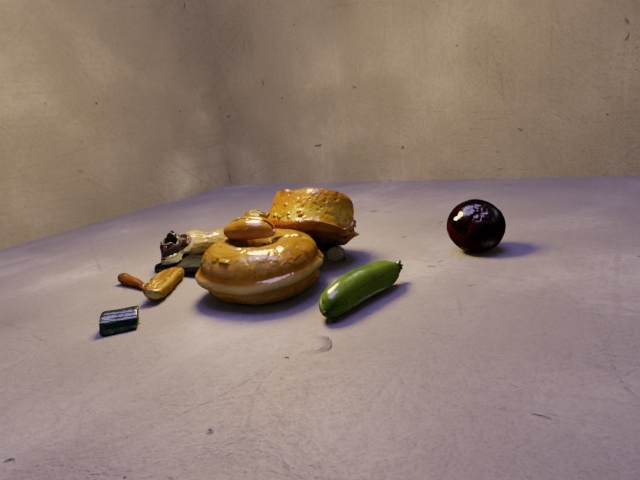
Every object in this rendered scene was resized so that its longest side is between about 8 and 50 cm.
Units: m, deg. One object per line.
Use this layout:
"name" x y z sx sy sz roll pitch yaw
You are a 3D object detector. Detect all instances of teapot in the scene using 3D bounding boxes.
"teapot" 0.073 0.056 1.993 0.083 0.064 0.064 31 18 12

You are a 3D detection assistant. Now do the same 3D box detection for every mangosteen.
"mangosteen" 0.588 -0.050 1.911 0.216 0.216 0.216 -6 15 2

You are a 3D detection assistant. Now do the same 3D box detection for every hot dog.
"hot dog" -0.581 0.159 1.861 0.083 0.068 0.289 17 12 0

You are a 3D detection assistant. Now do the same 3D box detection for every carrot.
"carrot" -0.736 0.164 1.962 0.191 0.047 0.047 13 24 38

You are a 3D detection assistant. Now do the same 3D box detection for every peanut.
"peanut" -0.550 0.002 2.323 0.256 0.123 0.123 -15 17 -21

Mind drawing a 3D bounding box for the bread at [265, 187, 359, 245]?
"bread" -0.028 -0.094 1.970 0.358 0.204 0.337 3 -4 38

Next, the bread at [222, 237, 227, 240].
"bread" -0.253 0.014 2.147 0.311 0.121 0.173 -14 20 -24

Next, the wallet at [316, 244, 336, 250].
"wallet" 0.000 0.000 2.240 0.182 0.049 0.229 -6 13 12

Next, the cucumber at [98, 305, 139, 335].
"cucumber" -0.631 0.245 1.572 0.115 0.062 0.116 -7 16 -15

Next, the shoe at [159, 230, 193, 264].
"shoe" -0.630 0.010 2.137 0.099 0.125 0.227 -11 26 14

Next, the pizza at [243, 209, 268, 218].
"pizza" -0.292 -0.083 2.436 0.258 0.087 0.268 25 -10 -35

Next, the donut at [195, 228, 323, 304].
"donut" -0.209 0.085 1.726 0.449 0.198 0.449 -8 16 2

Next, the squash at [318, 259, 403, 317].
"squash" 0.127 0.138 1.555 0.107 0.107 0.395 8 22 44

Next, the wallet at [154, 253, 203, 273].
"wallet" -0.546 0.100 2.100 0.318 0.045 0.172 0 17 34

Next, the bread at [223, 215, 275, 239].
"bread" -0.244 -0.045 1.705 0.189 0.077 0.114 -4 12 20
